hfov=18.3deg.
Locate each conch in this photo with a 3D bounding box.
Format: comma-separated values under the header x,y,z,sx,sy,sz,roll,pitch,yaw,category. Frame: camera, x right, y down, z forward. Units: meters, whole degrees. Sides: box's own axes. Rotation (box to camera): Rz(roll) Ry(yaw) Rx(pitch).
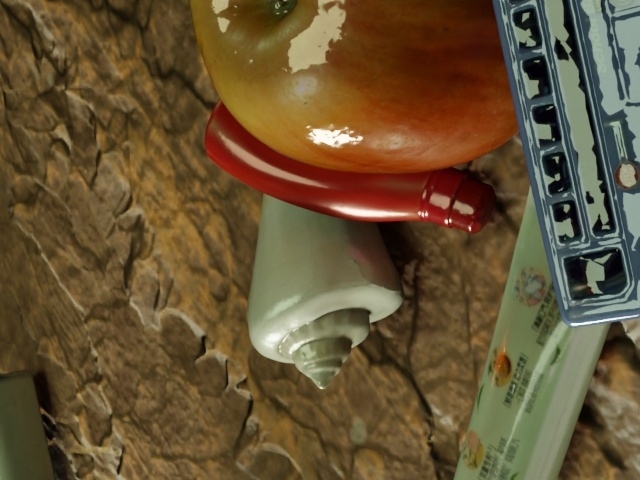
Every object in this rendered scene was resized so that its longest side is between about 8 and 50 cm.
x,y,z,sx,sy,sz,roll,pitch,yaw,category
-0.012,0.004,1.164,0.104,0.094,0.176,67,-179,-69,conch

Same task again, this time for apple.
x,y,z,sx,sy,sz,roll,pitch,yaw,category
0.029,-0.122,1.010,0.199,0.199,0.199,16,111,49,apple

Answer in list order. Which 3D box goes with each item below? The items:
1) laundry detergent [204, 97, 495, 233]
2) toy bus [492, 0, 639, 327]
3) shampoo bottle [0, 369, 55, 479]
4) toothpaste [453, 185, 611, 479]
x,y,z,sx,sy,sz,roll,pitch,yaw,category
0.024,-0.049,1.114,0.165,0.097,0.049,23,145,19,laundry detergent
0.145,-0.113,0.883,0.133,0.125,0.292,-12,89,30,toy bus
-0.227,0.255,1.516,0.153,0.071,0.284,-33,75,47,shampoo bottle
0.105,0.104,1.074,0.056,0.058,0.314,-77,1,-67,toothpaste
